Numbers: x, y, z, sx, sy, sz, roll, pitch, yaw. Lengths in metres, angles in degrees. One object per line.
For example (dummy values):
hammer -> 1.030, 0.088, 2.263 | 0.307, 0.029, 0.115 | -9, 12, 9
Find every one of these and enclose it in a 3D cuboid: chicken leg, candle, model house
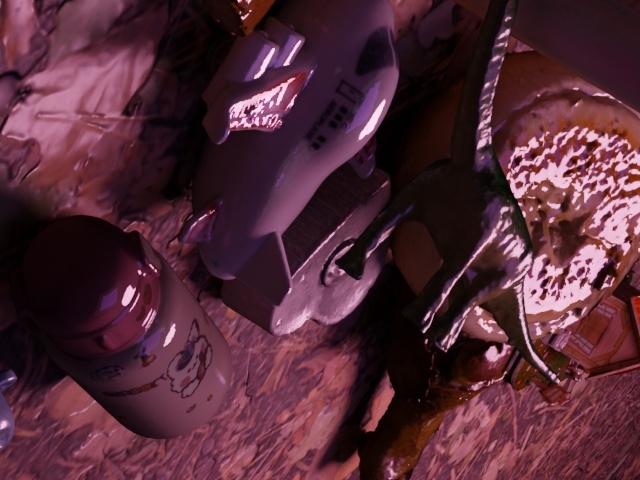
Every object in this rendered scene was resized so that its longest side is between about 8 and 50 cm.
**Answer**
chicken leg -> 0.126, 0.142, 1.613 | 0.211, 0.140, 0.361 | -17, 133, -64
candle -> 0.000, 0.000, 1.305 | 0.192, 0.068, 0.168 | -11, 130, -61
model house -> 0.409, 0.154, 2.106 | 0.294, 0.154, 0.207 | 4, 116, -62

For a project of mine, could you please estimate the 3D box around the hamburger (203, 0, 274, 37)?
hamburger -> -0.060, -0.265, 0.766 | 0.209, 0.162, 0.330 | -52, 150, -3

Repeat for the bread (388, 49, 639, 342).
bread -> 0.189, -0.045, 1.424 | 0.305, 0.159, 0.305 | -15, 118, -30

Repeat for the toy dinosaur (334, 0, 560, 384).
toy dinosaur -> 0.158, -0.053, 1.245 | 0.301, 0.087, 0.447 | -54, 138, -2

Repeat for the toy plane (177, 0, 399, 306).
toy plane -> -0.020, -0.081, 1.116 | 0.252, 0.118, 0.252 | -43, 152, -30

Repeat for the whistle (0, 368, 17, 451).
whistle -> -0.299, 0.135, 0.920 | 0.269, 0.093, 0.180 | -29, 170, -41

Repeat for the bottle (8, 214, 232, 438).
bottle -> -0.143, 0.060, 1.078 | 0.110, 0.110, 0.233 | -49, 154, -12

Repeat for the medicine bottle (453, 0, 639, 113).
medicine bottle -> 0.261, -0.148, 1.157 | 0.108, 0.426, 0.108 | -40, 152, -27
